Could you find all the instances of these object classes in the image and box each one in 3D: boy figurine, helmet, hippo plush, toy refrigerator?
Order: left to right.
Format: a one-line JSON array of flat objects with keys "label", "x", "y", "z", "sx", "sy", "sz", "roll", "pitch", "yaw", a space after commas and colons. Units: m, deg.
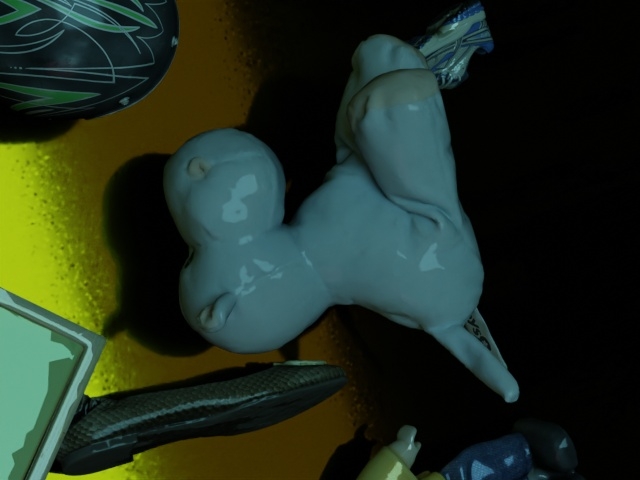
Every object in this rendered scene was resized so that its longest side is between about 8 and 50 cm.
[{"label": "toy refrigerator", "x": -0.267, "y": 0.175, "z": 1.455, "sx": 0.102, "sy": 0.094, "sz": 0.270, "roll": 28, "pitch": 76, "yaw": -19}, {"label": "helmet", "x": -0.197, "y": -0.169, "z": 1.470, "sx": 0.169, "sy": 0.161, "sz": 0.169, "roll": 1, "pitch": 89, "yaw": -30}, {"label": "hippo plush", "x": 0.000, "y": 0.000, "z": 1.554, "sx": 0.236, "sy": 0.234, "sz": 0.294, "roll": -15, "pitch": 93, "yaw": 1}, {"label": "boy figurine", "x": 0.086, "y": 0.243, "z": 1.605, "sx": 0.285, "sy": 0.092, "sz": 0.177, "roll": -24, "pitch": 98, "yaw": -26}]

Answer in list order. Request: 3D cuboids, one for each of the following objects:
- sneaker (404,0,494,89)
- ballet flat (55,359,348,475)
[{"label": "sneaker", "x": 0.098, "y": -0.150, "z": 1.662, "sx": 0.135, "sy": 0.052, "sz": 0.058, "roll": -37, "pitch": 107, "yaw": -19}, {"label": "ballet flat", "x": -0.097, "y": 0.128, "z": 1.548, "sx": 0.249, "sy": 0.084, "sz": 0.058, "roll": -14, "pitch": 67, "yaw": -20}]
